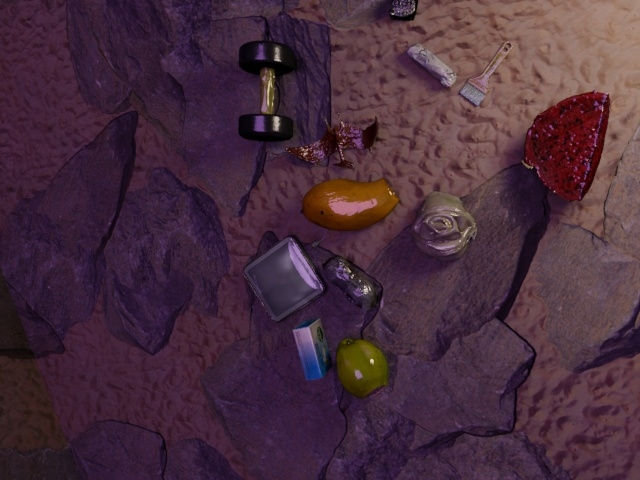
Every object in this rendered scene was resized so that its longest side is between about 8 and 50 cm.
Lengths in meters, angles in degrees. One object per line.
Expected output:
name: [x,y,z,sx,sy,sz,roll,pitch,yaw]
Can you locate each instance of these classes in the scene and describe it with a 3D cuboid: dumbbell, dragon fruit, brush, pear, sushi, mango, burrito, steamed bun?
dumbbell: [-0.197,-0.534,1.672,0.203,0.203,0.323,3,96,19]
dragon fruit: [0.748,-0.292,1.404,0.205,0.152,0.317,20,110,37]
brush: [0.556,-0.556,1.507,0.082,0.010,0.218,39,106,12]
pear: [0.144,0.451,1.656,0.187,0.187,0.220,-35,62,19]
sushi: [0.285,-0.799,1.557,0.083,0.056,0.085,16,101,18]
mango: [0.101,-0.127,1.635,0.359,0.144,0.187,1,98,16]
burrito: [0.375,-0.594,1.542,0.203,0.064,0.064,47,107,11]
steamed bun: [0.410,-0.043,1.531,0.211,0.144,0.218,30,104,14]

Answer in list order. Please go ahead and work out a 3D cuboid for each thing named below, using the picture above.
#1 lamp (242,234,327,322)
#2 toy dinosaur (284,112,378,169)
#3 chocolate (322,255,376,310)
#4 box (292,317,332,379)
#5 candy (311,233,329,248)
lamp: [-0.144,0.152,1.794,0.269,0.047,0.267,-35,82,19]
toy dinosaur: [0.045,-0.360,1.651,0.327,0.113,0.207,15,99,19]
chocolate: [0.109,0.153,1.677,0.248,0.110,0.110,46,107,10]
box: [-0.027,0.406,1.724,0.073,0.139,0.194,-15,90,19]
candy: [0.000,0.000,1.746,0.083,0.023,0.025,-40,66,11]
